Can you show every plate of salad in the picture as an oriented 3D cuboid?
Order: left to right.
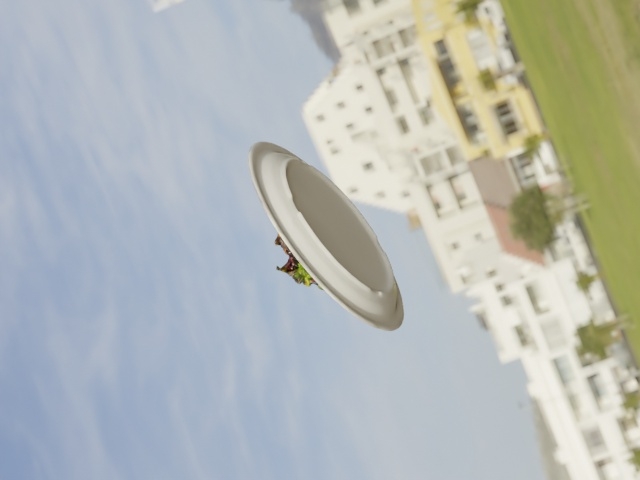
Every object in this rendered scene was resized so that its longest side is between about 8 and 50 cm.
[{"bbox_3d":[0.000,0.000,1.094,0.200,0.048,0.200,45,-160,-22],"label":"plate of salad"}]
